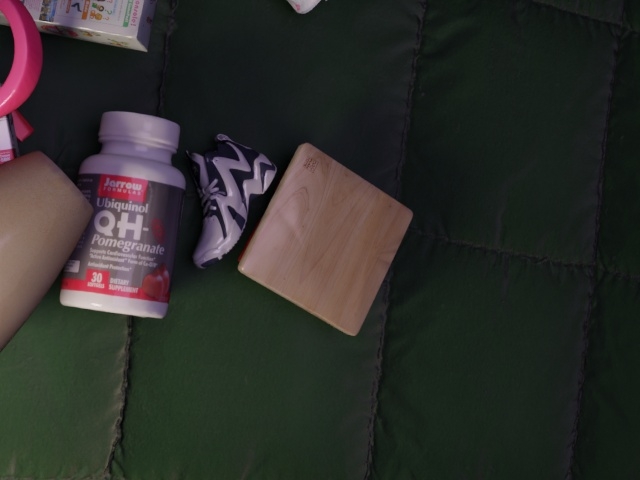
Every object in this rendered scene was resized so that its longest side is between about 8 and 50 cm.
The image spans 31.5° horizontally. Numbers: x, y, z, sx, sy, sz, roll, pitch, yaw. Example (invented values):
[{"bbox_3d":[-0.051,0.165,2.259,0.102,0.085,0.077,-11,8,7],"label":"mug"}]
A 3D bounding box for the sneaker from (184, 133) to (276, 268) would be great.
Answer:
[{"bbox_3d":[-0.191,-0.080,1.949,0.153,0.094,0.235,38,74,-20],"label":"sneaker"}]

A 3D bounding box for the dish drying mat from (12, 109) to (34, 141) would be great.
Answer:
[{"bbox_3d":[-0.504,-0.201,1.843,0.032,0.008,0.083,-45,107,-19],"label":"dish drying mat"}]

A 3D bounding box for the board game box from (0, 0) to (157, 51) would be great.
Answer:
[{"bbox_3d":[-0.404,-0.437,1.779,0.303,0.097,0.224,11,85,3],"label":"board game box"}]

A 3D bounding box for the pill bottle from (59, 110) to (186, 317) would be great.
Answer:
[{"bbox_3d":[-0.314,-0.040,1.842,0.176,0.176,0.319,10,85,-26],"label":"pill bottle"}]

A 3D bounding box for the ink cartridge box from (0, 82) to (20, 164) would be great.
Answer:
[{"bbox_3d":[-0.512,-0.176,1.780,0.056,0.099,0.135,-10,97,-9],"label":"ink cartridge box"}]

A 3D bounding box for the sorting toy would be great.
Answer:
[{"bbox_3d":[0.000,0.000,2.045,0.255,0.089,0.257,32,76,-23],"label":"sorting toy"}]

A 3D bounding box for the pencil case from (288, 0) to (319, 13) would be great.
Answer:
[{"bbox_3d":[-0.090,-0.523,1.988,0.273,0.124,0.113,40,73,-21],"label":"pencil case"}]

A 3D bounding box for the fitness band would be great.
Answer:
[{"bbox_3d":[-0.543,-0.269,1.692,0.054,0.290,0.209,-9,81,-66],"label":"fitness band"}]

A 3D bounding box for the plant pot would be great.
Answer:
[{"bbox_3d":[-0.483,0.001,1.696,0.274,0.256,0.256,-44,108,-13],"label":"plant pot"}]
